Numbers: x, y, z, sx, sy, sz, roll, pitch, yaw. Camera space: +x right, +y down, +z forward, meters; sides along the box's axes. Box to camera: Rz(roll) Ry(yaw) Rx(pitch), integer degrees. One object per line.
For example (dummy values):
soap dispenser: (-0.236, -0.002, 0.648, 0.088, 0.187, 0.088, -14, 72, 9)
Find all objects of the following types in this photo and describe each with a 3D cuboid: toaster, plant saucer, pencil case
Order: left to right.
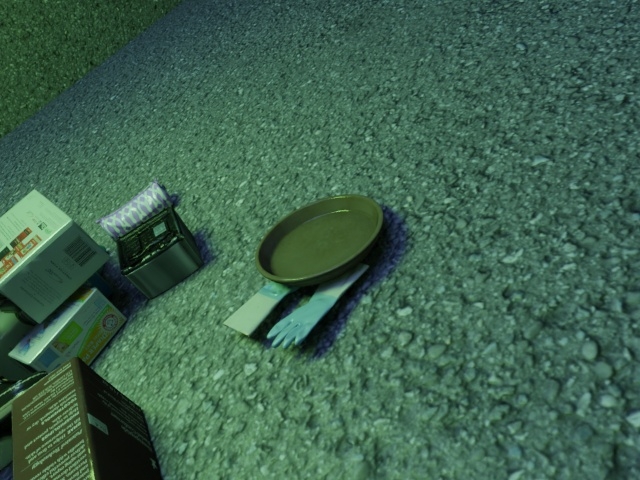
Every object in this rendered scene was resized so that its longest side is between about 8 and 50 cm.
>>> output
pencil case: (-0.509, -0.082, 1.537, 0.206, 0.088, 0.086, -40, 36, -10)
toaster: (-0.381, 0.028, 1.310, 0.168, 0.110, 0.186, -34, 37, -3)
plant saucer: (0.000, 0.000, 1.119, 0.277, 0.041, 0.278, -19, 32, 12)

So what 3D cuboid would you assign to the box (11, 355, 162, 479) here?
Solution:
box: (-0.344, 0.370, 0.838, 0.143, 0.191, 0.381, -36, 38, -7)

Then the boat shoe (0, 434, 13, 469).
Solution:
boat shoe: (-0.677, 0.441, 1.094, 0.184, 0.066, 0.063, -44, 39, -1)

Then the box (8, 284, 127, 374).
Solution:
box: (-0.548, 0.209, 1.216, 0.103, 0.114, 0.203, 5, 50, 39)

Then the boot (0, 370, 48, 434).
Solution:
boot: (-0.699, 0.256, 1.095, 0.377, 0.284, 0.138, -30, -8, 28)

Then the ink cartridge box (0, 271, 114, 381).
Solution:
ink cartridge box: (-0.697, 0.170, 1.346, 0.223, 0.129, 0.307, 15, 56, 42)

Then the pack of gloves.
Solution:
pack of gloves: (-0.041, 0.118, 1.054, 0.195, 0.046, 0.232, 11, 46, 46)

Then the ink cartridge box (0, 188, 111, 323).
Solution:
ink cartridge box: (-0.669, 0.048, 1.253, 0.272, 0.130, 0.309, -47, 40, -17)

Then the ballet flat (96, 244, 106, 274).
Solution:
ballet flat: (-0.600, 0.062, 1.486, 0.041, 0.041, 0.114, -22, 38, 11)
